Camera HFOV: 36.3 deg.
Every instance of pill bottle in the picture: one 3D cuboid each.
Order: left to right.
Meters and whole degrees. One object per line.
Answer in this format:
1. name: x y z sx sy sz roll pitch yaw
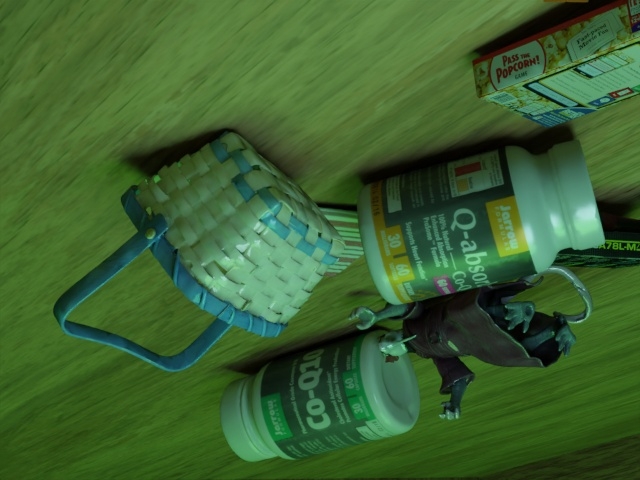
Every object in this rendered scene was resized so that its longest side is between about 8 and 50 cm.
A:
1. pill bottle: -0.005 0.315 1.920 0.361 0.204 0.204 -21 155 27
2. pill bottle: 0.197 -0.026 1.209 0.278 0.162 0.162 -15 157 16

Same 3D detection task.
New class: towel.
1. towel: 0.000 0.000 1.387 0.144 0.029 0.197 5 152 -29

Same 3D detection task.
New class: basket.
1. basket: -0.135 0.033 1.142 0.289 0.201 0.255 -45 150 5

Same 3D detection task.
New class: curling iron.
1. curling iron: 0.398 -0.039 1.397 0.274 0.068 0.035 0 159 -5

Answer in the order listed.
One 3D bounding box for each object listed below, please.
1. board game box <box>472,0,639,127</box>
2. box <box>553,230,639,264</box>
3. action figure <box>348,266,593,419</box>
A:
1. board game box: 0.275 -0.176 0.982 0.193 0.045 0.147 -17 162 38
2. box: 0.392 0.014 1.437 0.184 0.045 0.190 1 175 -7
3. action figure: 0.232 0.138 1.688 0.370 0.248 0.276 -15 -157 49
